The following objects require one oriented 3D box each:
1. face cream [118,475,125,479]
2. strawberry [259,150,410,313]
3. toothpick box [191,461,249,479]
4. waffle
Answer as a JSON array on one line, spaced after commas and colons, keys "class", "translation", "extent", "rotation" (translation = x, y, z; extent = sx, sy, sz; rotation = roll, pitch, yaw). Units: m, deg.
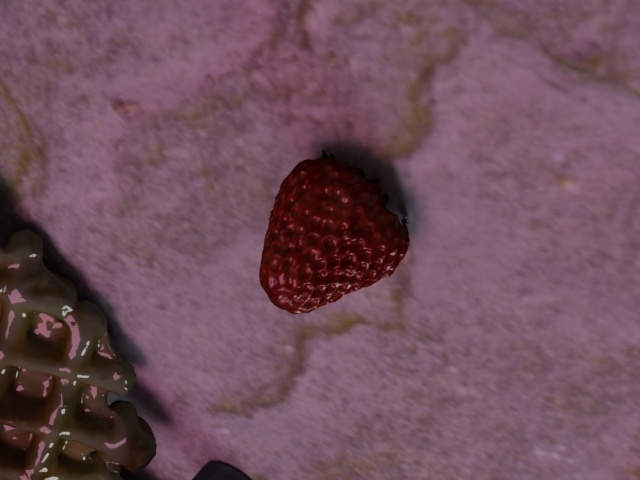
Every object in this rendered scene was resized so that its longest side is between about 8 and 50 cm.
[{"class": "face cream", "translation": [-0.134, 0.252, 1.383], "extent": [0.348, 0.081, 0.173], "rotation": [41, 142, -2]}, {"class": "strawberry", "translation": [0.000, 0.000, 0.953], "extent": [0.073, 0.083, 0.073], "rotation": [42, 161, 18]}, {"class": "toothpick box", "translation": [-0.080, 0.192, 1.256], "extent": [0.052, 0.083, 0.052], "rotation": [27, 145, 20]}, {"class": "waffle", "translation": [-0.276, 0.100, 1.242], "extent": [0.309, 0.056, 0.292], "rotation": [-26, 116, 17]}]
